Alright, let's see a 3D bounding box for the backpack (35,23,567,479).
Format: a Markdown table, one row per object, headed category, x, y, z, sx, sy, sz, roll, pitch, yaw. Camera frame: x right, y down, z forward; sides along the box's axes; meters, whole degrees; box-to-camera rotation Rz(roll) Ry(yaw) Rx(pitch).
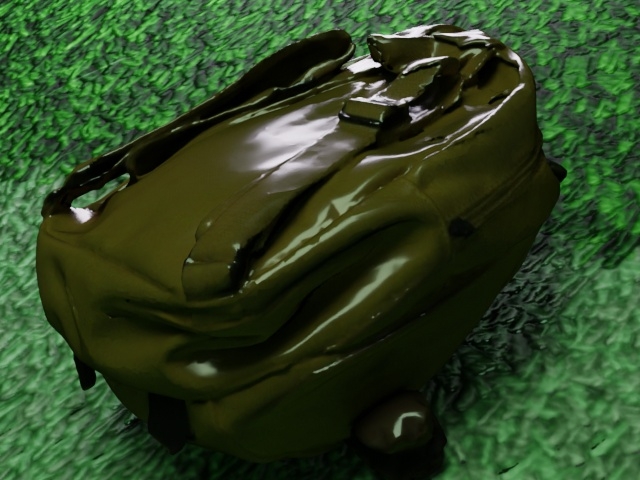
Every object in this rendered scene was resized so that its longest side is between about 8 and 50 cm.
| category | x | y | z | sx | sy | sz | roll | pitch | yaw |
| --- | --- | --- | --- | --- | --- | --- | --- | --- | --- |
| backpack | -0.001 | -0.004 | 1.279 | 0.378 | 0.201 | 0.353 | -31 | 29 | -14 |
